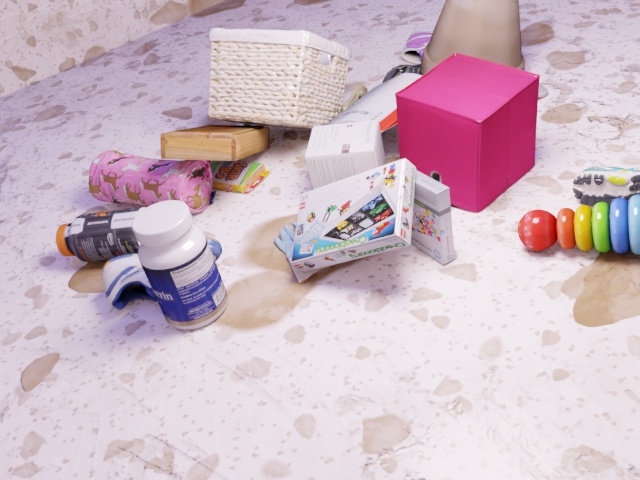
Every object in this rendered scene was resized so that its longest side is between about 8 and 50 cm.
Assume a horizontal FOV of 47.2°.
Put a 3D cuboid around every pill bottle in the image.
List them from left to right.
[{"bbox_3d":[-0.563,-0.012,1.918,0.245,0.130,0.130,-6,35,12],"label":"pill bottle"},{"bbox_3d":[-0.310,0.054,1.613,0.153,0.265,0.153,-10,34,7],"label":"pill bottle"}]

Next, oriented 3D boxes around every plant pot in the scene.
[{"bbox_3d":[0.478,-0.636,2.229,0.323,0.280,0.323,1,38,-1],"label":"plant pot"}]

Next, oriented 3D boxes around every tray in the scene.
[{"bbox_3d":[-0.285,-0.283,2.078,0.202,0.076,0.411,2,11,8],"label":"tray"}]

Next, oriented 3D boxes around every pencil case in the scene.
[{"bbox_3d":[-0.486,-0.172,2.096,0.386,0.160,0.167,7,1,29],"label":"pencil case"}]

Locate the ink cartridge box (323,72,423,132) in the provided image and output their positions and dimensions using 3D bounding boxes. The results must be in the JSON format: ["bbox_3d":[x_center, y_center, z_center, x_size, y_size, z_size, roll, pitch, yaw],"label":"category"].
[{"bbox_3d":[0.203,-0.394,2.074,0.308,0.091,0.385,-41,14,-34],"label":"ink cartridge box"}]

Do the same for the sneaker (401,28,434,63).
[{"bbox_3d":[0.415,-0.666,2.520,0.282,0.102,0.161,-3,38,35],"label":"sneaker"}]

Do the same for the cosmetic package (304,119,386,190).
[{"bbox_3d":[0.071,-0.210,1.940,0.183,0.151,0.151,-5,40,14],"label":"cosmetic package"}]

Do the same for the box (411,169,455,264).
[{"bbox_3d":[0.236,-0.056,1.634,0.038,0.186,0.145,-26,36,-20],"label":"box"}]

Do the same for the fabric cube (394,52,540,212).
[{"bbox_3d":[0.362,-0.270,1.809,0.254,0.258,0.259,29,53,36],"label":"fabric cube"}]

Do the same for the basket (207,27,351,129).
[{"bbox_3d":[-0.120,-0.475,2.189,0.331,0.267,0.328,8,7,25],"label":"basket"}]

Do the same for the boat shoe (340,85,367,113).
[{"bbox_3d":[0.118,-0.442,2.345,0.048,0.056,0.153,18,46,25],"label":"boat shoe"}]

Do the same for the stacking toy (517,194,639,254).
[{"bbox_3d":[0.580,-0.032,1.531,0.330,0.141,0.141,-1,36,25],"label":"stacking toy"}]

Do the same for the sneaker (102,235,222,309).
[{"bbox_3d":[-0.371,0.085,1.757,0.296,0.112,0.131,-19,50,0],"label":"sneaker"}]

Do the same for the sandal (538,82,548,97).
[{"bbox_3d":[0.546,-0.416,2.140,0.265,0.076,0.102,-5,45,-23],"label":"sandal"}]

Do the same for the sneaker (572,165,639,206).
[{"bbox_3d":[0.711,-0.128,1.643,0.275,0.107,0.110,15,35,35],"label":"sneaker"}]

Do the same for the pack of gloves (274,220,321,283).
[{"bbox_3d":[0.000,0.000,1.786,0.195,0.046,0.232,-34,38,-1],"label":"pack of gloves"}]

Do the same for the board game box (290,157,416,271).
[{"bbox_3d":[0.069,-0.051,1.629,0.305,0.053,0.193,-15,55,39],"label":"board game box"}]

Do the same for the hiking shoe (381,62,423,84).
[{"bbox_3d":[0.309,-0.522,2.355,0.226,0.086,0.114,-22,32,-12],"label":"hiking shoe"}]

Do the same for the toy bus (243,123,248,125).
[{"bbox_3d":[-0.178,-0.474,2.451,0.202,0.104,0.191,5,39,26],"label":"toy bus"}]

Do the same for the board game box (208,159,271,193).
[{"bbox_3d":[-0.281,-0.195,2.161,0.259,0.039,0.124,12,43,29],"label":"board game box"}]
